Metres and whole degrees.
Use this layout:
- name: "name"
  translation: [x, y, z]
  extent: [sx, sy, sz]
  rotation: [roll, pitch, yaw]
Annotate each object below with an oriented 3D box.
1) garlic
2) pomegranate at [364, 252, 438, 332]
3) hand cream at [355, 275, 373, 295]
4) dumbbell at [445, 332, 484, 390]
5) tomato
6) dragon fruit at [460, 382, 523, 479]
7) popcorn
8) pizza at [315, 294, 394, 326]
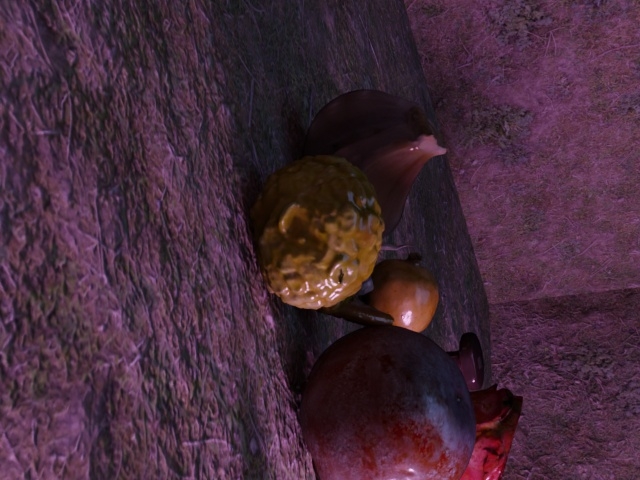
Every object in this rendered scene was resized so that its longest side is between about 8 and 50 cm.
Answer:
- name: "garlic"
  translation: [0.073, -0.128, 1.576]
  extent: [0.340, 0.245, 0.231]
  rotation: [98, -29, -50]
- name: "pomegranate"
  translation: [0.187, 0.119, 1.856]
  extent: [0.196, 0.196, 0.196]
  rotation: [-8, 90, -72]
- name: "hand cream"
  translation: [0.061, -0.004, 1.732]
  extent: [0.079, 0.048, 0.255]
  rotation: [-73, 148, -64]
- name: "dumbbell"
  translation: [0.279, 0.299, 1.975]
  extent: [0.124, 0.225, 0.140]
  rotation: [-32, 111, -68]
- name: "tomato"
  translation: [0.110, 0.303, 1.379]
  extent: [0.316, 0.282, 0.317]
  rotation: [42, 39, -47]
- name: "dragon fruit"
  translation: [0.367, 0.534, 2.091]
  extent: [0.386, 0.249, 0.371]
  rotation: [64, 49, -73]
- name: "popcorn"
  translation: [0.000, 0.000, 1.301]
  extent: [0.237, 0.205, 0.252]
  rotation: [-100, 180, -45]
- name: "pizza"
  translation: [0.039, 0.101, 1.497]
  extent: [0.195, 0.185, 0.052]
  rotation: [-130, -119, -71]
